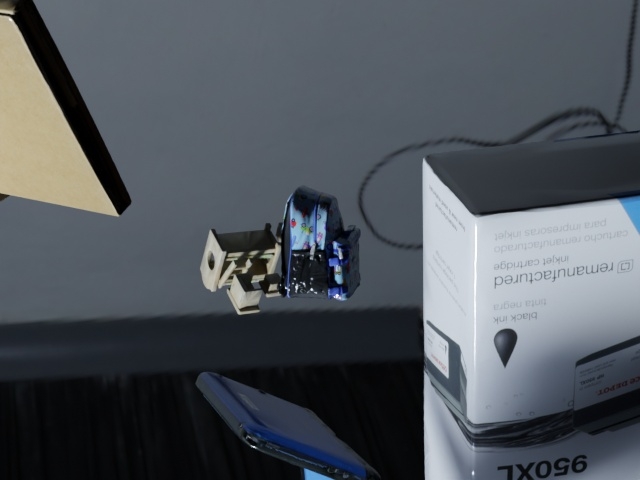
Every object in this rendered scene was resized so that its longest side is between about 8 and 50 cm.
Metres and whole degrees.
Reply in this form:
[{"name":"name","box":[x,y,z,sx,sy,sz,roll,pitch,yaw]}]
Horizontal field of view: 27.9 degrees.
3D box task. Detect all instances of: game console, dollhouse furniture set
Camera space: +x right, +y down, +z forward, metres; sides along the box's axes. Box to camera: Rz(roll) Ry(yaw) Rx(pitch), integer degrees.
[{"name":"game console","box":[-0.044,0.308,1.596,0.250,0.293,0.173,24,90,-19]},{"name":"dollhouse furniture set","box":[-0.083,0.062,2.138,0.182,0.161,0.101,-6,134,-27]}]

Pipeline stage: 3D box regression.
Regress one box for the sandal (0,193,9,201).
[{"name":"sandal","box":[-0.367,-0.072,1.097,0.219,0.060,0.090,-3,125,3]}]

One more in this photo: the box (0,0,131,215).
[{"name":"box","box":[-0.232,-0.093,0.840,0.201,0.021,0.164,10,141,31]}]

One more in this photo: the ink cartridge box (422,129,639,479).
[{"name":"ink cartridge box","box":[0.260,0.107,1.288,0.286,0.166,0.394,-8,116,-10]}]

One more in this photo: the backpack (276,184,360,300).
[{"name":"backpack","box":[0.000,0.000,2.052,0.117,0.158,0.173,2,97,12]}]
